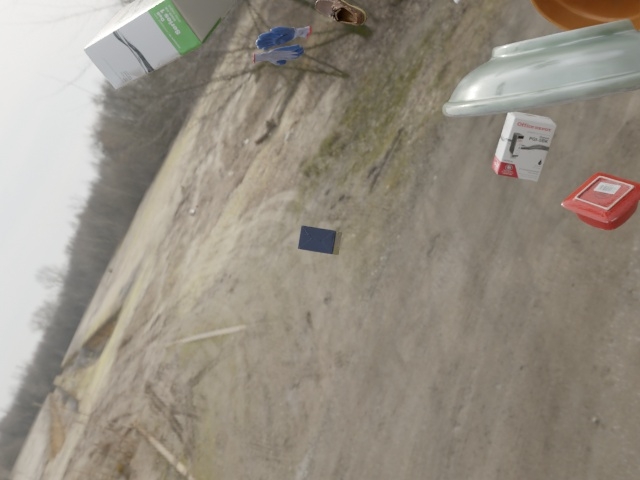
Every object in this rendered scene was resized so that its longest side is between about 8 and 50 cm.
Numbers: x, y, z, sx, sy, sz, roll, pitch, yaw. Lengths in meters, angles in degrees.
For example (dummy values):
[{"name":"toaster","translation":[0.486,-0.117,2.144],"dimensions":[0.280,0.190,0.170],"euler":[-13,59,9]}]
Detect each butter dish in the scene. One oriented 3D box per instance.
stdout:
[{"name":"butter dish","translation":[0.733,-0.080,1.632],"dimensions":[0.160,0.118,0.160],"euler":[-38,35,-14]}]

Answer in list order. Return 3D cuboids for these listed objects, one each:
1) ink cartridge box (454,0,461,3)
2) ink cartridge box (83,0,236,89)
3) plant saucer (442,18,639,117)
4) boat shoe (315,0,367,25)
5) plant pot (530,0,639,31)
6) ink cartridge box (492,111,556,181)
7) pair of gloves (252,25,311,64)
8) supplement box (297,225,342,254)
[{"name":"ink cartridge box","translation":[0.373,-0.849,1.802],"dimensions":[0.117,0.278,0.201],"euler":[-37,-1,-7]},{"name":"ink cartridge box","translation":[-0.273,-0.366,1.084],"dimensions":[0.219,0.092,0.160],"euler":[-15,38,32]},{"name":"plant saucer","translation":[0.394,-0.287,1.040],"dimensions":[0.400,0.401,0.100],"euler":[-148,44,-73]},{"name":"boat shoe","translation":[0.058,-0.723,2.010],"dimensions":[0.060,0.178,0.064],"euler":[-43,-28,-49]},{"name":"plant pot","translation":[0.674,-0.642,1.515],"dimensions":[0.203,0.291,0.291],"euler":[-64,17,-3]},{"name":"ink cartridge box","translation":[0.454,-0.210,1.424],"dimensions":[0.056,0.099,0.135],"euler":[-85,5,-64]},{"name":"pair of gloves","translation":[-0.112,-0.544,1.794],"dimensions":[0.198,0.159,0.023],"euler":[130,125,-71]},{"name":"supplement box","translation":[0.000,0.000,1.482],"dimensions":[0.083,0.083,0.056],"euler":[11,-91,-77]}]
